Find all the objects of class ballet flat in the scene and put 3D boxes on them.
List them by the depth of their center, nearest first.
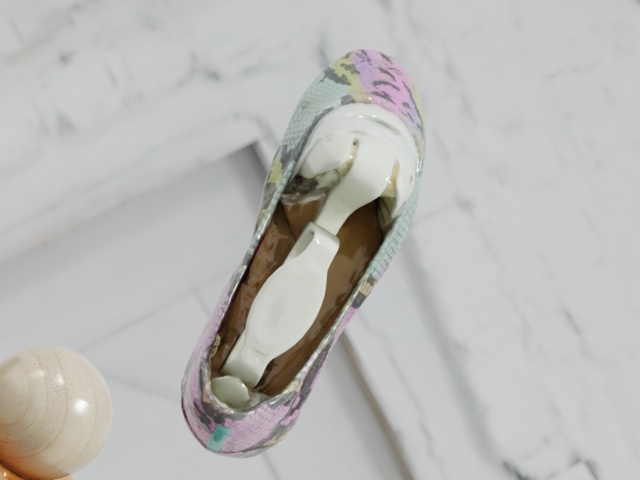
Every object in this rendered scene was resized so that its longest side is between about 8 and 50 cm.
[{"bbox_3d":[0.000,0.000,0.896,0.077,0.221,0.079,28,-18,-5],"label":"ballet flat"}]

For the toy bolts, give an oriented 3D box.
[{"bbox_3d":[-0.193,0.062,0.912,0.228,0.158,0.218,45,8,4],"label":"toy bolts"}]
